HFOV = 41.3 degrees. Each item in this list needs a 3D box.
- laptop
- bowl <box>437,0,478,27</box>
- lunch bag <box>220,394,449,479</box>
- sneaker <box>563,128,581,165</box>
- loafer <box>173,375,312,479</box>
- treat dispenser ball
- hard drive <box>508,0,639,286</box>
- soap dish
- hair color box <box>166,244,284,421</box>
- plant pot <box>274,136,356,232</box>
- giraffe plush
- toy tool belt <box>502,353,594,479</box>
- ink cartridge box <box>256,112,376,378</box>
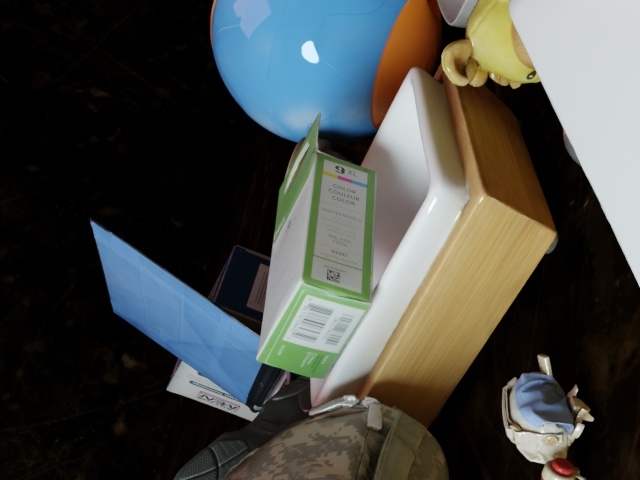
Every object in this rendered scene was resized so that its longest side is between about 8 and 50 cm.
[{"bbox_3d":[-0.161,0.233,1.036,0.382,0.237,0.407,114,157,-68],"label":"laptop"},{"bbox_3d":[0.179,-0.300,0.902,0.142,0.053,0.142,-94,22,-56],"label":"bowl"},{"bbox_3d":[-0.016,0.275,0.598,0.256,0.213,0.305,-57,0,21],"label":"lunch bag"},{"bbox_3d":[0.212,-0.176,0.492,0.135,0.098,0.276,-97,24,-56],"label":"sneaker"},{"bbox_3d":[-0.019,0.198,0.828,0.096,0.268,0.084,13,127,54],"label":"loafer"},{"bbox_3d":[0.007,-0.262,1.062,0.288,0.288,0.288,-164,90,-78],"label":"treat dispenser ball"},{"bbox_3d":[0.220,-0.130,0.301,0.353,0.047,0.232,-52,46,48],"label":"hard drive"},{"bbox_3d":[0.087,0.013,0.759,0.228,0.118,0.290,-90,20,-53],"label":"soap dish"},{"bbox_3d":[-0.107,0.155,1.285,0.347,0.174,0.105,125,165,-54],"label":"hair color box"},{"bbox_3d":[0.020,0.000,1.005,0.237,0.110,0.237,6,-90,-81],"label":"plant pot"},{"bbox_3d":[0.160,-0.198,0.644,0.210,0.182,0.170,-118,32,-73],"label":"giraffe plush"},{"bbox_3d":[0.145,0.113,0.537,0.083,0.052,0.051,-100,20,-62],"label":"toy tool belt"},{"bbox_3d":[0.000,0.000,0.734,0.209,0.062,0.109,-86,18,-44],"label":"ink cartridge box"}]
